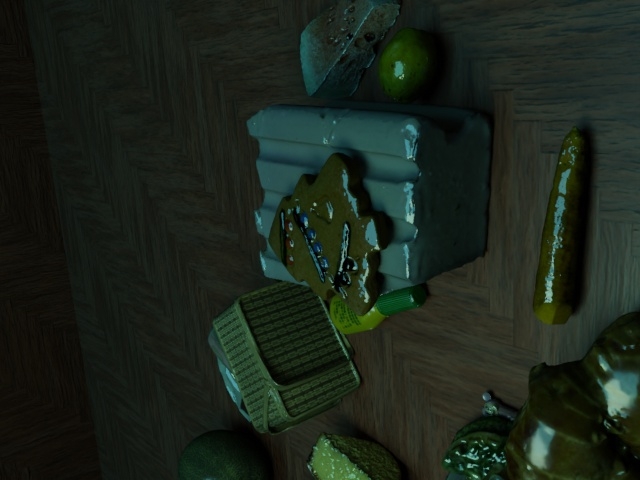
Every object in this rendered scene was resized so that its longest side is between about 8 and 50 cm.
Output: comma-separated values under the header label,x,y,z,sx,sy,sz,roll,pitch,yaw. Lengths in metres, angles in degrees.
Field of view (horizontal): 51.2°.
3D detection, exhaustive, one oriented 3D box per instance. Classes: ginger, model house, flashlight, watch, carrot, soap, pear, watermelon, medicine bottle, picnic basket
label,x,y,z,sx,sy,sz,roll,pitch,yaw
ginger,0.415,0.288,0.962,0.357,0.152,0.274,-40,90,12
model house,0.269,0.502,1.157,0.261,0.266,0.321,29,129,33
flashlight,0.339,0.317,1.214,0.110,0.031,0.052,16,113,47
watch,-0.186,0.348,1.780,0.253,0.162,0.241,44,145,36
carrot,0.380,-0.019,1.036,0.066,0.066,0.314,21,115,45
soap,0.081,-0.083,1.249,0.435,0.213,0.350,13,110,47
pear,0.154,-0.305,1.170,0.107,0.107,0.131,20,101,45
watermelon,0.057,-0.399,1.289,0.241,0.095,0.154,-37,64,48
medicine bottle,0.115,0.136,1.395,0.261,0.064,0.094,-22,79,51
picnic basket,-0.073,0.260,1.536,0.175,0.228,0.312,-40,70,51

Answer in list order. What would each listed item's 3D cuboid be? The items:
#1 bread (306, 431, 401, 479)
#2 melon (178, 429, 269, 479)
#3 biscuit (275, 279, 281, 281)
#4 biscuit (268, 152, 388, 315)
label,x,y,z,sx,sy,sz,roll,pitch,yaw
bread,0.099,0.528,1.493,0.260,0.134,0.129,29,112,41
melon,-0.277,0.660,1.898,0.302,0.238,0.237,4,105,55
biscuit,-0.086,-0.023,1.560,0.174,0.039,0.183,-55,43,34
biscuit,-0.001,0.000,1.176,0.302,0.043,0.278,-10,94,50
